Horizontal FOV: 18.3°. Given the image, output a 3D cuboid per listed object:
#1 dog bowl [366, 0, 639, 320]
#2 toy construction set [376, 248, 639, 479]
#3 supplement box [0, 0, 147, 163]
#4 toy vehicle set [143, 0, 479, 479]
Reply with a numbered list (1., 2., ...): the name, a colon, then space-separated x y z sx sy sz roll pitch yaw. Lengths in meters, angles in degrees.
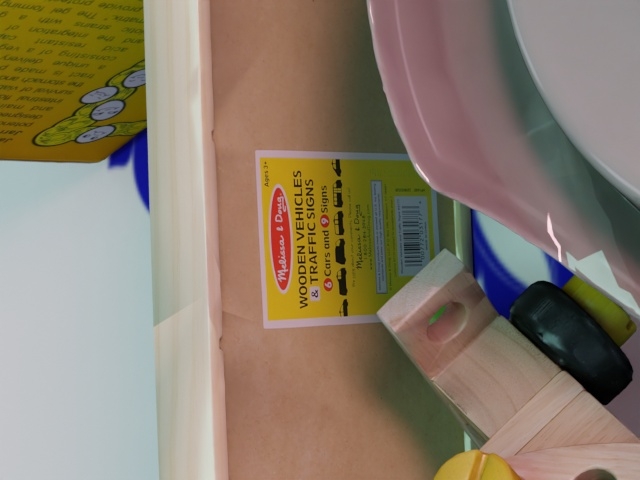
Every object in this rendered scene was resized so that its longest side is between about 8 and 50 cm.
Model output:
1. dog bowl: 0.187 -0.114 0.677 0.348 0.102 0.349 -6 78 31
2. toy construction set: 0.037 0.121 0.759 0.257 0.308 0.237 -54 49 21
3. supplement box: -0.102 -0.199 0.956 0.356 0.195 0.194 -32 68 40
4. toy vehicle set: 0.000 0.000 0.872 0.035 0.166 0.267 -5 86 45
